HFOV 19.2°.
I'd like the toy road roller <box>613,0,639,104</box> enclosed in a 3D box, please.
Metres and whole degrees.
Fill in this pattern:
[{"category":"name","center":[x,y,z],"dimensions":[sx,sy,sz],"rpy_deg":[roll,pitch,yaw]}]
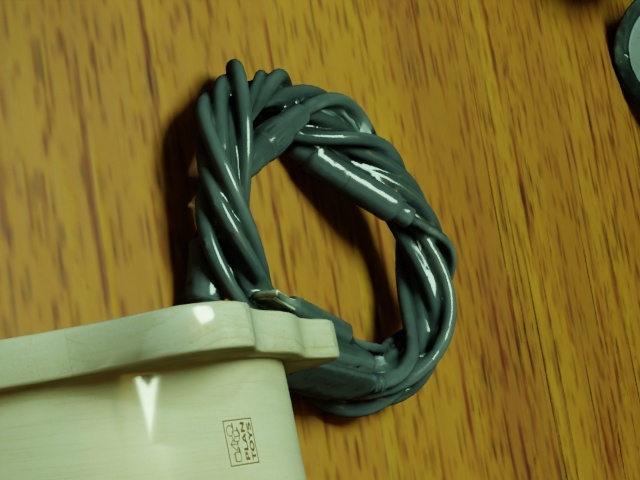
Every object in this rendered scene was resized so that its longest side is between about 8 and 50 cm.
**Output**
[{"category":"toy road roller","center":[0.361,-0.072,1.245],"dimensions":[0.202,0.240,0.329],"rpy_deg":[-26,98,-58]}]

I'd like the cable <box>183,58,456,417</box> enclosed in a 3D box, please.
[{"category":"cable","center":[0.000,0.000,0.835],"dimensions":[0.184,0.047,0.151],"rpy_deg":[15,58,-52]}]

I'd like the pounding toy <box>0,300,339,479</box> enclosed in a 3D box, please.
[{"category":"pounding toy","center":[-0.074,0.106,0.578],"dimensions":[0.269,0.154,0.155],"rpy_deg":[20,58,-75]}]
